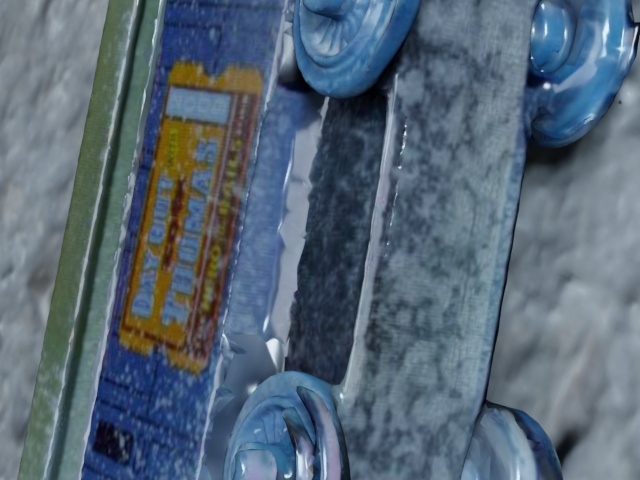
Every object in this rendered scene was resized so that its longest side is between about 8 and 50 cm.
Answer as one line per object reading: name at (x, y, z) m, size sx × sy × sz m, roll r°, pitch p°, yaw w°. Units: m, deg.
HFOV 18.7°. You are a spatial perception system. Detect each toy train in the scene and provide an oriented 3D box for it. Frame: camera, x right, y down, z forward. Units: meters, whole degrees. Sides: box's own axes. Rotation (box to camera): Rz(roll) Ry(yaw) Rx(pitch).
toy train at (0.000, 0.000, 0.707) m, size 0.202 × 0.131 × 0.300 m, roll 11°, pitch 90°, yaw 55°
